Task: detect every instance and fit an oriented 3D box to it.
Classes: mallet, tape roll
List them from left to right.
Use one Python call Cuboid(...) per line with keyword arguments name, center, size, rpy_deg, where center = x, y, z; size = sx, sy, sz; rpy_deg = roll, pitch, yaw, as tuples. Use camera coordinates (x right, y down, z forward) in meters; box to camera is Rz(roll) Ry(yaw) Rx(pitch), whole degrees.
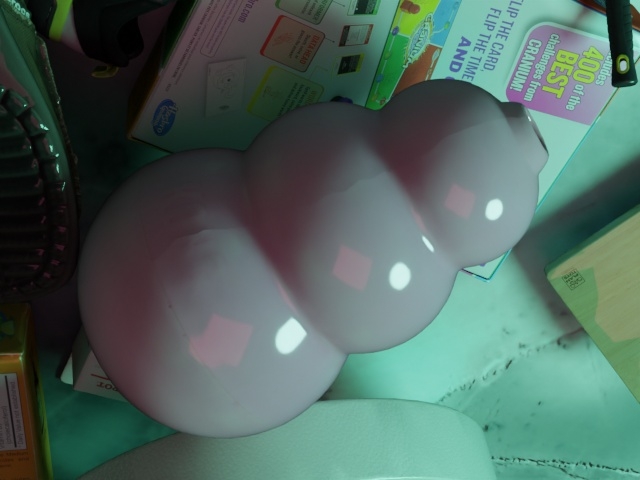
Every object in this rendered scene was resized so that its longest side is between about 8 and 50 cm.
Cuboid(name="tape roll", center=(-0.041, 0.241, 1.266), size=(0.392, 0.072, 0.392), rpy_deg=(-11, 154, -6))
Cuboid(name="mallet", center=(0.216, -0.205, 1.069), size=(0.062, 0.039, 0.190), rpy_deg=(-12, 85, 13))

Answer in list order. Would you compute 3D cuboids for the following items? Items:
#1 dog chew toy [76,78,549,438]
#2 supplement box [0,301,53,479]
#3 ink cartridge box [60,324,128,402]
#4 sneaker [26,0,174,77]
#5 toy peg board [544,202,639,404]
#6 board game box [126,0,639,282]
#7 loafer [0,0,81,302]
Cuboid(name="dog chew toy", center=(0.000, 0.000, 1.042), size=(0.331, 0.207, 0.207), rpy_deg=(-27, 124, 15))
Cuboid(name="supplement box", center=(-0.270, 0.166, 1.272), size=(0.080, 0.078, 0.233), rpy_deg=(-1, 123, -6))
Cuboid(name="ink cartridge box", center=(-0.138, 0.078, 1.246), size=(0.104, 0.060, 0.180), rpy_deg=(17, 119, -21))
Cuboid(name="sneaker", center=(-0.113, -0.212, 1.034), size=(0.097, 0.084, 0.235), rpy_deg=(33, 125, -5))
Cuboid(name="toy peg board", center=(0.297, 0.030, 1.297), size=(0.161, 0.079, 0.161), rpy_deg=(-35, 107, 13))
Cuboid(name="board game box", center=(0.048, -0.127, 1.127), size=(0.316, 0.064, 0.242), rpy_deg=(22, 117, -19))
Cuboid(name="loafer", center=(-0.238, -0.127, 1.036), size=(0.133, 0.130, 0.366), rpy_deg=(-5, 119, 10))
